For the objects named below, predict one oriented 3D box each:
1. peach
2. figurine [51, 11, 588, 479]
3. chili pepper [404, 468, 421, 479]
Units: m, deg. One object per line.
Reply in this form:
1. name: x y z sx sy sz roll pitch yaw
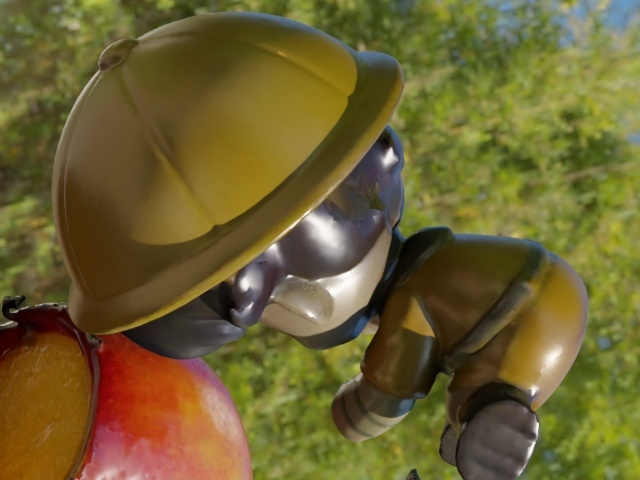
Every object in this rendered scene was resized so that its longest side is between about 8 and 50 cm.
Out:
1. peach: -0.141 0.132 0.888 0.196 0.190 0.226 27 -31 18
2. figurine: 0.002 -0.004 0.749 0.192 0.257 0.167 -76 -169 -70
3. chili pepper: 0.182 0.322 1.463 0.116 0.264 0.148 -54 163 -81
